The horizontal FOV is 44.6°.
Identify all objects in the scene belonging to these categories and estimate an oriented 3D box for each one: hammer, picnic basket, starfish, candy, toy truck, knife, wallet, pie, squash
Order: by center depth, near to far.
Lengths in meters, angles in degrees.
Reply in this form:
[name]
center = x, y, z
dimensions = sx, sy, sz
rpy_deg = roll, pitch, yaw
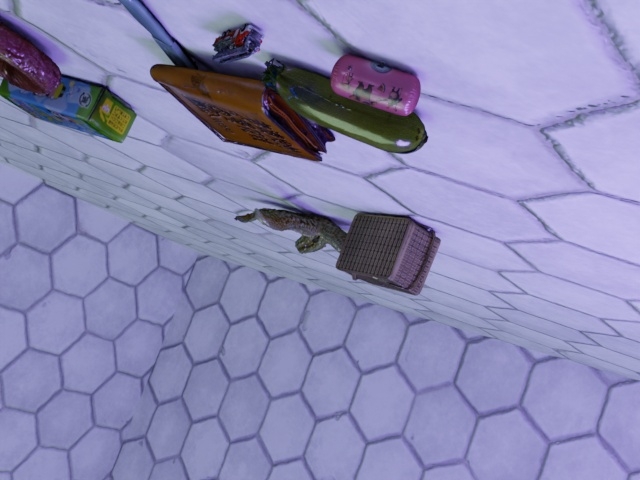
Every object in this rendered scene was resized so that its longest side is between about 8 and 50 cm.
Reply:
[hammer]
center = 0.050, -0.142, 0.707
dimensions = 0.083, 0.043, 0.043
rpy_deg = 21, 172, 7
[toy truck]
center = -0.079, -0.188, 0.750
dimensions = 0.024, 0.032, 0.083
rpy_deg = 31, 167, -31
[squash]
center = 0.024, -0.135, 0.794
dimensions = 0.183, 0.052, 0.052
rpy_deg = 24, 172, -1
[knife]
center = -0.171, -0.217, 0.839
dimensions = 0.028, 0.015, 0.210
rpy_deg = 11, 170, 15
[wallet]
center = -0.088, -0.149, 0.933
dimensions = 0.161, 0.042, 0.195
rpy_deg = 13, 172, 24
[pie]
center = -0.441, -0.262, 1.070
dimensions = 0.182, 0.049, 0.182
rpy_deg = 25, 171, 4
[candy]
center = -0.399, -0.218, 1.232
dimensions = 0.195, 0.062, 0.097
rpy_deg = 18, 172, 23
[picnic basket]
center = 0.114, 0.021, 1.336
dimensions = 0.079, 0.115, 0.164
rpy_deg = 29, 168, -35
[starfish]
center = 0.003, -0.002, 1.585
dimensions = 0.358, 0.078, 0.347
rpy_deg = 23, 171, -18
